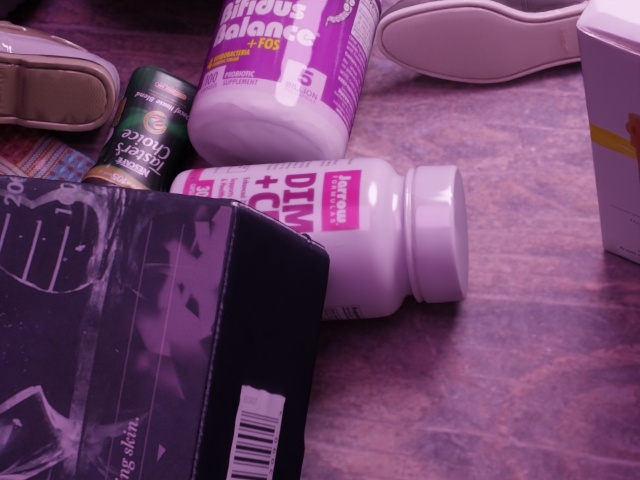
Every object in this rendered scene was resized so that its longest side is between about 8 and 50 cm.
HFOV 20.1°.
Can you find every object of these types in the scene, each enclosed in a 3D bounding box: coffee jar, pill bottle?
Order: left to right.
[{"bbox_3d":[-0.191,-0.089,1.925,0.096,0.079,0.184,25,66,-10],"label":"coffee jar"},{"bbox_3d":[-0.027,-0.219,1.919,0.169,0.169,0.301,6,62,15],"label":"pill bottle"},{"bbox_3d":[0.000,0.000,1.792,0.283,0.160,0.160,-4,60,10],"label":"pill bottle"}]

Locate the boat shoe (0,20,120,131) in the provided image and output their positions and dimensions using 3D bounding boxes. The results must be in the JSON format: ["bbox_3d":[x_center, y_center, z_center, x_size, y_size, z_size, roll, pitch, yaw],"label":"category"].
[{"bbox_3d":[-0.372,-0.186,1.982,0.302,0.113,0.103,14,19,-6],"label":"boat shoe"}]

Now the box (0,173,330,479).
[{"bbox_3d":[-0.282,0.192,1.594,0.472,0.297,0.479,6,82,18],"label":"box"}]

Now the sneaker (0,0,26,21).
[{"bbox_3d":[-0.436,-0.289,2.052,0.125,0.139,0.341,15,61,44],"label":"sneaker"}]

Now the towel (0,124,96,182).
[{"bbox_3d":[-0.435,0.003,1.959,0.271,0.040,0.370,32,71,25],"label":"towel"}]

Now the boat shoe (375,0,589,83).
[{"bbox_3d":[0.227,-0.242,1.921,0.335,0.112,0.095,-3,43,4],"label":"boat shoe"}]

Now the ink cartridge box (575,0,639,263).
[{"bbox_3d":[0.376,-0.167,1.673,0.160,0.384,0.279,22,68,23],"label":"ink cartridge box"}]
